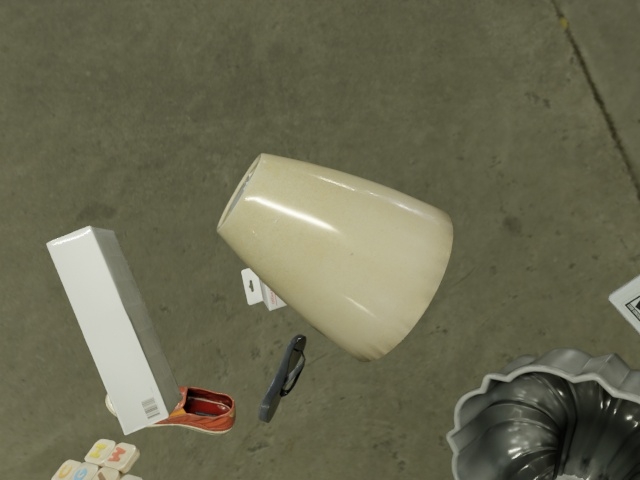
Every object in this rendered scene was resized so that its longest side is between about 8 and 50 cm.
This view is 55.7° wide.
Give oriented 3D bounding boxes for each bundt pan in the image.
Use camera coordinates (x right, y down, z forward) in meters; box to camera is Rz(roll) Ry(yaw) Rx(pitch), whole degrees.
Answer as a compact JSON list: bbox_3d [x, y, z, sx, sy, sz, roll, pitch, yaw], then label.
[{"bbox_3d":[0.331,0.272,0.737,0.124,0.331,0.331,-28,77,-44],"label":"bundt pan"}]

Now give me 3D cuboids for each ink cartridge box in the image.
[{"bbox_3d":[-0.091,0.101,1.467,0.180,0.060,0.104,-17,117,-17],"label":"ink cartridge box"}]

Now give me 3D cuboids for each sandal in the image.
[{"bbox_3d":[-0.082,0.350,1.524,0.054,0.097,0.254,14,48,13],"label":"sandal"}]

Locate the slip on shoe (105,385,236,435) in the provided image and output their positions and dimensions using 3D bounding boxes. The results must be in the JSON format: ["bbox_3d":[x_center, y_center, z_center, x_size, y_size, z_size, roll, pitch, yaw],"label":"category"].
[{"bbox_3d":[-0.370,0.412,1.535,0.331,0.101,0.123,15,36,-14],"label":"slip on shoe"}]

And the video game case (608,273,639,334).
[{"bbox_3d":[0.396,0.080,0.514,0.023,0.193,0.212,-25,71,-44],"label":"video game case"}]

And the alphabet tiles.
[{"bbox_3d":[-0.480,0.521,1.188,0.021,0.278,0.284,59,45,-30],"label":"alphabet tiles"}]

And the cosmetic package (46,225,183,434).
[{"bbox_3d":[-0.246,0.105,0.738,0.060,0.099,0.239,-23,88,-2],"label":"cosmetic package"}]

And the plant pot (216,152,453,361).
[{"bbox_3d":[0.000,0.000,0.872,0.274,0.256,0.256,29,63,-14],"label":"plant pot"}]
